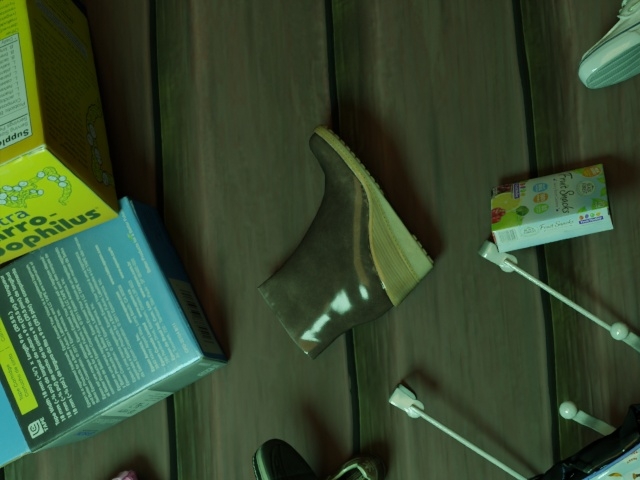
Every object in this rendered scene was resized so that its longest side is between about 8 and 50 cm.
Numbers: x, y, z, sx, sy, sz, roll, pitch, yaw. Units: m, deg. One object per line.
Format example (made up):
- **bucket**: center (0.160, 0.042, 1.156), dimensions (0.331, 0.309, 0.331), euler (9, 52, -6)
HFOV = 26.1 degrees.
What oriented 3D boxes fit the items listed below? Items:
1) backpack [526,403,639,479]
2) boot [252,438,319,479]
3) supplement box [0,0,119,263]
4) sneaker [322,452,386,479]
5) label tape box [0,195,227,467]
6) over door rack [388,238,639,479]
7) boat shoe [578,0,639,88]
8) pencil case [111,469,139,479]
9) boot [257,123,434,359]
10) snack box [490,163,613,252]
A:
- **backpack**: center (0.365, 0.253, 1.447), dimensions (0.276, 0.263, 0.213), euler (-41, 72, 0)
- **boot**: center (-0.061, 0.379, 1.690), dimensions (0.178, 0.085, 0.236), euler (-35, 75, 36)
- **supplement box**: center (-0.409, -0.183, 1.788), dimensions (0.194, 0.195, 0.356), euler (-21, 59, 12)
- **sneaker**: center (-0.001, 0.332, 1.726), dimensions (0.188, 0.071, 0.066), euler (-45, 74, 6)
- **label tape box**: center (-0.325, 0.129, 1.823), dimensions (0.334, 0.106, 0.240), euler (-29, 76, 11)
- **over door rack**: center (0.263, 0.178, 1.652), dimensions (0.324, 0.108, 0.239), euler (33, 92, 17)
- **boat shoe**: center (0.403, -0.270, 1.689), dimensions (0.226, 0.083, 0.076), euler (-30, 64, -1)
- **pencil case**: center (-0.217, 0.392, 1.771), dimensions (0.209, 0.095, 0.098), euler (49, 132, 13)
- **boot**: center (0.000, 0.000, 1.754), dimensions (0.207, 0.090, 0.248), euler (-35, 79, 7)
- **snack box**: center (0.279, -0.040, 1.679), dimensions (0.141, 0.100, 0.037), euler (-12, 124, 14)
